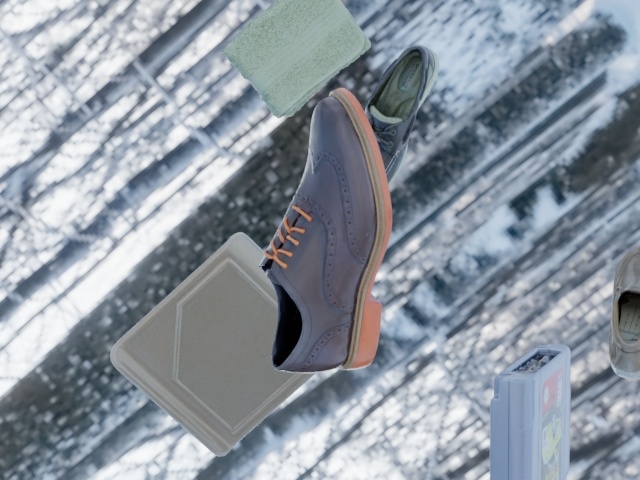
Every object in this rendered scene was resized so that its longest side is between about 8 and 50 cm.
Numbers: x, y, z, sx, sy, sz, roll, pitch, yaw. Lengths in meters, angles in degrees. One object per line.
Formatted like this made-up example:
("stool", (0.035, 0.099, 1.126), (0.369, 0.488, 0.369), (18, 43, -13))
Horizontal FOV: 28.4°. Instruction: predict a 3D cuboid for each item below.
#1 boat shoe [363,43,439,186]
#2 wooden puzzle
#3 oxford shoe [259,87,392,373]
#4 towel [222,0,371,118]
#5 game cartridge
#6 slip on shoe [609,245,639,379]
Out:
("boat shoe", (0.086, -0.160, 1.675), (0.080, 0.223, 0.073), (27, -176, 16))
("wooden puzzle", (-0.119, 0.136, 1.656), (0.221, 0.239, 0.044), (45, -178, -22))
("oxford shoe", (0.000, 0.000, 1.127), (0.097, 0.098, 0.271), (-142, 48, -59))
("towel", (-0.025, -0.212, 1.369), (0.110, 0.148, 0.027), (49, 160, -4))
("game cartridge", (0.273, 0.248, 1.620), (0.294, 0.060, 0.196), (-12, -74, -68))
("slip on shoe", (0.265, 0.051, 1.053), (0.041, 0.051, 0.135), (70, -146, -44))
